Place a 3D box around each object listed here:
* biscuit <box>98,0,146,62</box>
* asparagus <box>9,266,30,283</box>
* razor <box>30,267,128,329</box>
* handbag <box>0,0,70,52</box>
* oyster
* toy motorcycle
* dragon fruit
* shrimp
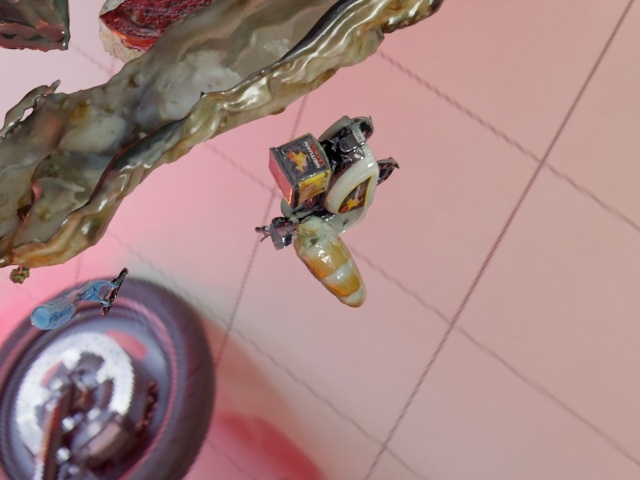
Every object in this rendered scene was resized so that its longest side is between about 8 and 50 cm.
[{"bbox_3d":[-0.203,-0.469,1.858,0.078,0.426,0.144,35,167,2],"label":"biscuit"},{"bbox_3d":[-0.304,0.021,1.198,0.023,0.022,0.233,26,162,-11],"label":"asparagus"},{"bbox_3d":[-0.339,0.087,1.626,0.042,0.253,0.082,29,102,6],"label":"razor"},{"bbox_3d":[-0.282,-0.149,0.404,0.327,0.325,0.163,7,98,14],"label":"handbag"},{"bbox_3d":[-0.046,-0.081,0.591,0.345,0.129,0.079,-31,120,9],"label":"oyster"},{"bbox_3d":[0.005,-0.061,1.424,0.091,0.157,0.263,61,165,17],"label":"toy motorcycle"},{"bbox_3d":[-0.135,-0.221,1.222,0.106,0.162,0.083,44,153,31],"label":"dragon fruit"},{"bbox_3d":[0.000,0.000,1.306,0.161,0.049,0.166,53,-175,-41],"label":"shrimp"}]
